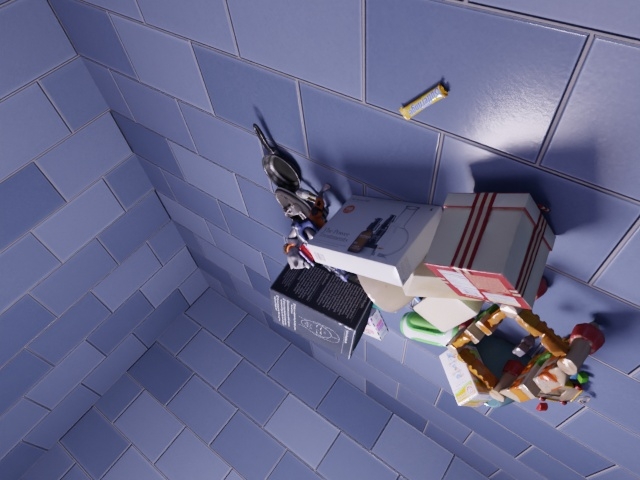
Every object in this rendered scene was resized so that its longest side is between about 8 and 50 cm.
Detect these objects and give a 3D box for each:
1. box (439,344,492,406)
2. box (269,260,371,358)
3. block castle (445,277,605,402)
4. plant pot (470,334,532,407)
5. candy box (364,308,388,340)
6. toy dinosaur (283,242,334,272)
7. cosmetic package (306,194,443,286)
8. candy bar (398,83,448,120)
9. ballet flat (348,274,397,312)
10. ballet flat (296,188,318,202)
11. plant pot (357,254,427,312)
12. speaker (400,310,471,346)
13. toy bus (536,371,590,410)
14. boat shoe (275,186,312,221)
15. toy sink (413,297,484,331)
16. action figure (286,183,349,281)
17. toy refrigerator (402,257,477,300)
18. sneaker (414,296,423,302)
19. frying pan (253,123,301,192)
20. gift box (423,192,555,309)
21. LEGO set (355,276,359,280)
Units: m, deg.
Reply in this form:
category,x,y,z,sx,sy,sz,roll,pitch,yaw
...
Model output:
category,x,y,z,sx,sy,sz,roll,pitch,yaw
box,0.553,0.507,1.637,0.114,0.203,0.103,17,131,-29
box,0.005,0.288,1.883,0.396,0.212,0.293,24,145,15
block castle,0.658,0.325,1.440,0.303,0.213,0.453,46,149,16
plant pot,0.687,0.543,1.737,0.290,0.195,0.290,32,152,19
candy box,0.245,0.415,2.271,0.165,0.070,0.196,13,142,43
toy dinosaur,-0.024,0.090,2.068,0.322,0.164,0.218,6,180,-39
cosmetic package,0.181,-0.017,1.459,0.377,0.284,0.097,13,139,43
candy bar,0.266,-0.358,1.126,0.040,0.018,0.161,48,154,-14
ballet flat,0.187,0.228,1.967,0.409,0.147,0.147,10,141,31
ballet flat,-0.042,-0.179,1.753,0.114,0.041,0.041,20,156,-12
plant pot,0.282,0.089,1.556,0.191,0.284,0.284,-32,107,32
speaker,0.482,0.375,1.831,0.296,0.131,0.131,1,134,53
toy bus,0.851,0.518,1.579,0.104,0.191,0.202,-100,-15,-54
boat shoe,-0.077,-0.089,1.859,0.335,0.095,0.112,42,157,-20
toy sink,0.475,0.212,1.590,0.153,0.131,0.234,38,149,6
action figure,0.000,0.000,1.673,0.179,0.330,0.341,7,138,50
toy refrigerator,0.398,0.127,1.408,0.270,0.102,0.094,5,124,-13
sneaker,0.442,0.251,1.771,0.152,0.058,0.084,47,163,4
frying pan,-0.192,-0.323,1.749,0.326,0.053,0.197,52,151,-21
gift box,0.463,0.017,1.183,0.255,0.258,0.276,10,160,43
LEGO set,0.169,0.065,1.769,0.244,0.060,0.182,65,153,2
